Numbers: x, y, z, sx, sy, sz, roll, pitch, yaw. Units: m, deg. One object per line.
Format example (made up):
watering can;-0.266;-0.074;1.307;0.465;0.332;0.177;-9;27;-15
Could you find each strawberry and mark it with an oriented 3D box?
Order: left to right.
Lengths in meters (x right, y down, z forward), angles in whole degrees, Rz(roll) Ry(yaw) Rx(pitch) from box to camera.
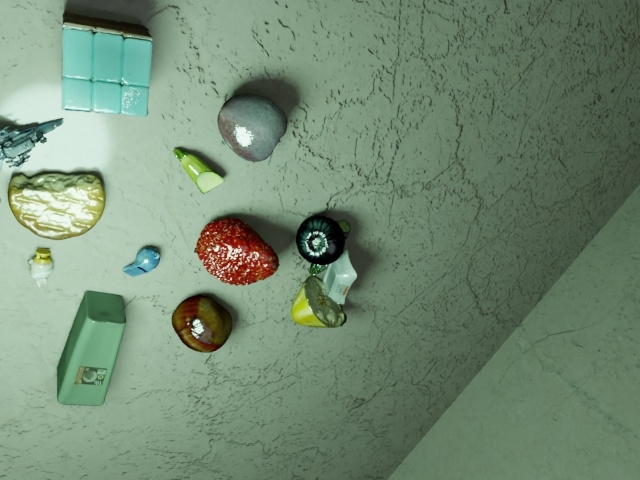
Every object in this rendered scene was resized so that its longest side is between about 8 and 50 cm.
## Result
strawberry;-0.304;0.053;1.930;0.260;0.258;0.261;-18;132;-21

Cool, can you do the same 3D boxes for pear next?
pear;-0.037;0.284;2.236;0.178;0.267;0.267;-31;132;28

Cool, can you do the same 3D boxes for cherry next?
cherry;-0.218;-0.372;1.758;0.266;0.183;0.213;30;94;-38

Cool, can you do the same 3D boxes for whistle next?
whistle;-0.626;0.070;1.894;0.157;0.090;0.090;-15;135;32

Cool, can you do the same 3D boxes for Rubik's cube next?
Rubik's cube;-0.598;-0.487;1.486;0.224;0.221;0.231;0;117;-26

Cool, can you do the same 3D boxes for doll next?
doll;-0.931;0.089;1.761;0.084;0.073;0.127;17;108;3

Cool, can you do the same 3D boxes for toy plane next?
toy plane;-0.867;-0.288;1.562;0.246;0.078;0.169;-26;153;-14

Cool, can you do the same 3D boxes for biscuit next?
biscuit;-0.826;-0.108;1.677;0.273;0.091;0.213;0;115;-27

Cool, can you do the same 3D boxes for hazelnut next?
hazelnut;-0.462;0.321;2.044;0.229;0.229;0.230;-12;122;-19

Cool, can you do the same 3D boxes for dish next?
dish;0.070;0.152;2.189;0.077;0.151;0.213;-2;140;-19

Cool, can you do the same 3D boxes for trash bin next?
trash bin;-0.813;0.378;1.885;0.158;0.223;0.344;12;111;-30

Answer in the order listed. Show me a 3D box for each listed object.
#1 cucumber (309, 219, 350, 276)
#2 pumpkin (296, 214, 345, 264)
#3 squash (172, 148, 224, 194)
cucumber;0.037;0.038;2.191;0.077;0.077;0.265;20;110;-33
pumpkin;0.000;0.000;2.088;0.201;0.140;0.202;2;100;15
squash;-0.419;-0.237;1.807;0.090;0.075;0.200;-27;129;24
